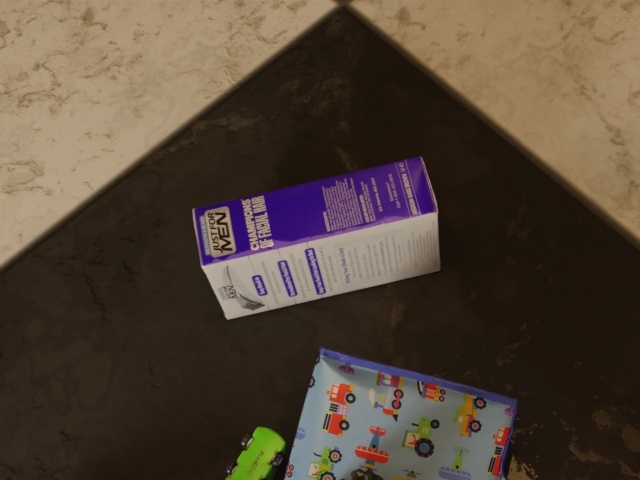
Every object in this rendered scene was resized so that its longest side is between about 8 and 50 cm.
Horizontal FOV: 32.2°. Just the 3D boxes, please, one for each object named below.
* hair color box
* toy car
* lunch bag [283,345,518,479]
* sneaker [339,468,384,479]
[{"bbox_3d":[0.000,0.000,1.624,0.339,0.185,0.110,-14,61,0],"label":"hair color box"},{"bbox_3d":[-0.116,0.362,1.514,0.239,0.053,0.225,27,75,19],"label":"toy car"},{"bbox_3d":[0.117,0.284,1.462,0.293,0.138,0.221,14,85,9],"label":"lunch bag"},{"bbox_3d":[0.014,0.403,1.362,0.135,0.097,0.276,39,108,8],"label":"sneaker"}]
